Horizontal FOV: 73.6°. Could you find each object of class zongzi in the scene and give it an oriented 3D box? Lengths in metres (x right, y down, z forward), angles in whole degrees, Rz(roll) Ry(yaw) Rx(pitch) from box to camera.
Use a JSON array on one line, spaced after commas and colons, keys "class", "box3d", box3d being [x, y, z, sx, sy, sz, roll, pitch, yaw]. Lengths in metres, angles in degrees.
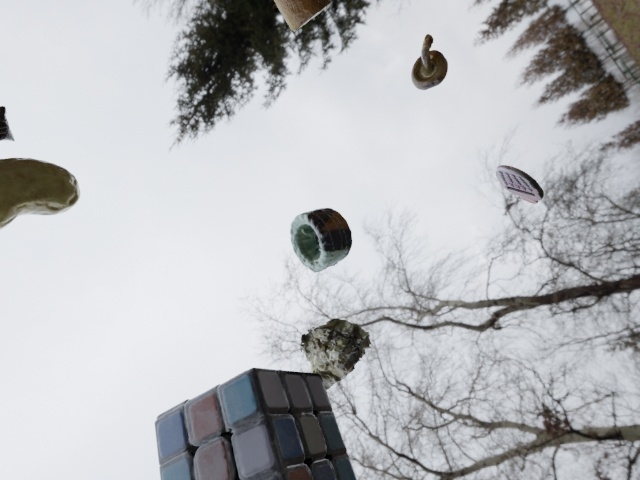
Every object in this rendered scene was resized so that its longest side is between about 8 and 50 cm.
[{"class": "zongzi", "box3d": [-0.684, -0.230, 0.898, 0.074, 0.067, 0.083, -88, -10, -52]}]

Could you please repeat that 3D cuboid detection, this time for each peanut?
[{"class": "peanut", "box3d": [-0.637, -0.085, 0.830, 0.318, 0.147, 0.148, -12, -106, -49]}]

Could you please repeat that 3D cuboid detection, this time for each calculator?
[{"class": "calculator", "box3d": [0.470, -0.131, 1.006, 0.165, 0.103, 0.024, 30, -89, -43]}]

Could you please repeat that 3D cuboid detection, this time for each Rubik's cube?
[{"class": "Rubik's cube", "box3d": [-0.153, 0.552, 1.080, 0.362, 0.358, 0.364, 34, -149, -52]}]

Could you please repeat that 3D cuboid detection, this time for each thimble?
[{"class": "thimble", "box3d": [0.000, 0.000, 1.602, 0.150, 0.237, 0.238, -19, -102, -38]}]

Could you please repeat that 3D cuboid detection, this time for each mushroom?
[{"class": "mushroom", "box3d": [0.265, -0.427, 1.020, 0.072, 0.130, 0.088, -27, -128, -21]}]

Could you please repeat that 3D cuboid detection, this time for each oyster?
[{"class": "oyster", "box3d": [0.042, 0.381, 1.432, 0.237, 0.352, 0.115, 15, -147, -10]}]

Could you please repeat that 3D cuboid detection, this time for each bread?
[{"class": "bread", "box3d": [-0.069, -0.696, 1.186, 0.172, 0.131, 0.103, 53, -145, -22]}]
